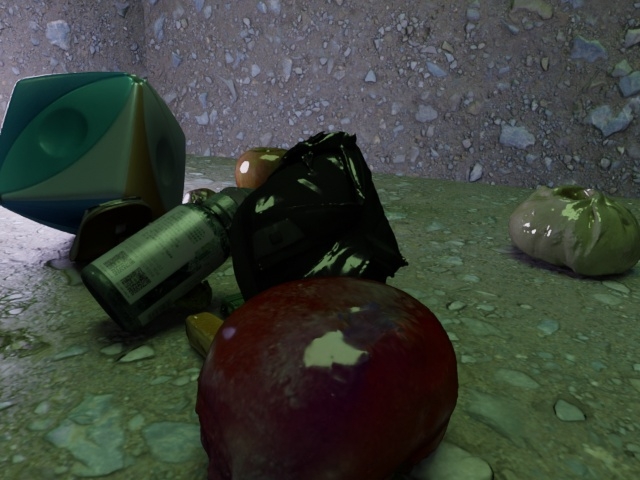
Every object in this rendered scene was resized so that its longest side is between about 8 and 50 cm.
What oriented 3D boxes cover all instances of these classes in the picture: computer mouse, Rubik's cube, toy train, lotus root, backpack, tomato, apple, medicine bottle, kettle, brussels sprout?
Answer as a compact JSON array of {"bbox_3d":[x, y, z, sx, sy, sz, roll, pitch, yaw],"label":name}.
[{"bbox_3d":[-0.494,-0.012,1.058,0.158,0.072,0.310,-21,-6,-39],"label":"computer mouse"},{"bbox_3d":[-0.579,-0.208,1.207,0.350,0.348,0.352,-1,-14,6],"label":"Rubik's cube"},{"bbox_3d":[-0.148,0.127,0.886,0.093,0.038,0.056,-12,28,-42],"label":"toy train"},{"bbox_3d":[-0.389,-0.115,1.502,0.138,0.139,0.214,-1,16,-12],"label":"lotus root"},{"bbox_3d":[0.000,0.000,0.866,0.254,0.364,0.446,-15,18,33],"label":"backpack"},{"bbox_3d":[0.012,0.131,0.518,0.334,0.177,0.289,-15,42,-43],"label":"tomato"},{"bbox_3d":[-0.205,-0.239,1.760,0.256,0.234,0.257,5,18,-2],"label":"apple"},{"bbox_3d":[-0.270,0.026,0.839,0.141,0.142,0.293,18,49,42],"label":"medicine bottle"},{"bbox_3d":[-0.225,-0.083,1.442,0.210,0.160,0.243,-21,-3,27],"label":"kettle"},{"bbox_3d":[-0.246,0.107,0.888,0.085,0.058,0.085,-9,39,7],"label":"brussels sprout"}]

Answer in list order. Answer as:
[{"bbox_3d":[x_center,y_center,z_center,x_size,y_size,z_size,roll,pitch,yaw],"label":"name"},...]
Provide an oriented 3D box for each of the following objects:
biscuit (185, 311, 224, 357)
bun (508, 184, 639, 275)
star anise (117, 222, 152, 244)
[{"bbox_3d":[-0.155,0.169,0.709,0.052,0.056,0.188,-8,18,-38],"label":"biscuit"},{"bbox_3d":[0.731,-0.048,1.310,0.364,0.220,0.365,6,17,-2],"label":"bun"},{"bbox_3d":[-0.346,0.061,0.959,0.212,0.111,0.196,27,37,-13],"label":"star anise"}]
